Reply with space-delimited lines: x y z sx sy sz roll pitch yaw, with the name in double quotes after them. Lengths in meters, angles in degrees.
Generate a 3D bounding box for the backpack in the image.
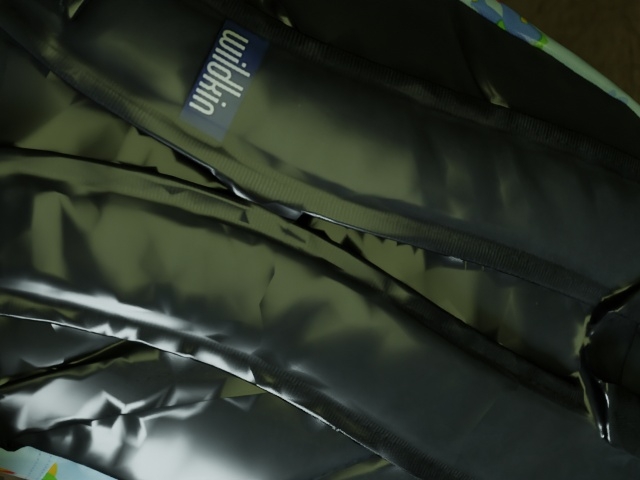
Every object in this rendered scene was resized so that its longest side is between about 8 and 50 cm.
0.000 0.000 0.604 0.355 0.273 0.290 18 85 -2 "backpack"
